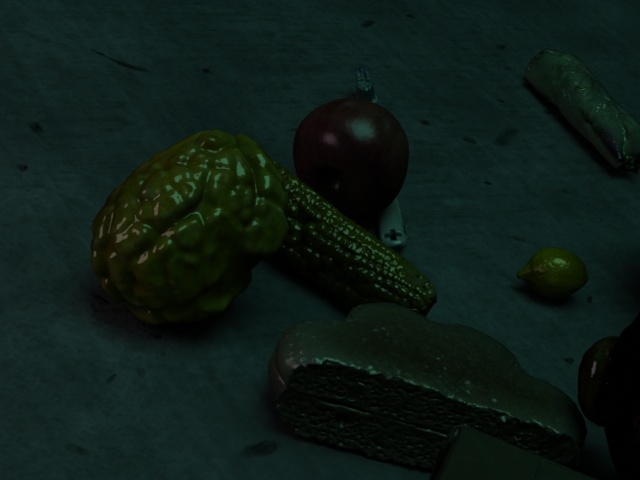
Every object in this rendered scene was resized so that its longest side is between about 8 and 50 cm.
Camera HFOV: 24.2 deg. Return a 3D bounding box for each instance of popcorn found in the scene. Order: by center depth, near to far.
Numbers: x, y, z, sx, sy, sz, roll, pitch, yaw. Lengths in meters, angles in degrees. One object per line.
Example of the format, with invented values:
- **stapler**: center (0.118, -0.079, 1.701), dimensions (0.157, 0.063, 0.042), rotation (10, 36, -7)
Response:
- **popcorn**: center (-0.151, -0.018, 1.612), dimensions (0.200, 0.226, 0.203), rotation (21, -5, -34)

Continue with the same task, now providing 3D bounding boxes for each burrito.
- **burrito**: center (0.414, -0.202, 2.284), dimensions (0.096, 0.066, 0.309), rotation (-4, 38, -23)

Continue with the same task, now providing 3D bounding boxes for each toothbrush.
- **toothbrush**: center (0.078, -0.110, 2.009), dimensions (0.042, 0.040, 0.418), rotation (-8, 39, 1)

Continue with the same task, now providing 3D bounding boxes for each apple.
- **apple**: center (0.040, -0.108, 1.869), dimensions (0.153, 0.153, 0.120), rotation (29, 51, 16)

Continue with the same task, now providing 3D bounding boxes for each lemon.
- **lemon**: center (0.289, 0.041, 1.852), dimensions (0.092, 0.065, 0.065), rotation (3, 34, -7)

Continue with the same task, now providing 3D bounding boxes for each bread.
- **bread**: center (0.113, 0.148, 1.563), dimensions (0.337, 0.102, 0.183), rotation (17, 33, -7)

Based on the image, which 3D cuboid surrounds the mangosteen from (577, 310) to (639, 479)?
- **mangosteen**: center (0.393, 0.161, 1.453), dimensions (0.293, 0.297, 0.297), rotation (15, 30, 15)

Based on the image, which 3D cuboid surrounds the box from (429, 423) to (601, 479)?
- **box**: center (0.129, 0.298, 1.220), dimensions (0.155, 0.231, 0.149), rotation (23, 32, 8)

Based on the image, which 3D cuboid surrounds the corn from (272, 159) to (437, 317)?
- **corn**: center (0.000, 0.000, 1.744), dimensions (0.320, 0.097, 0.097), rotation (35, 36, 22)
